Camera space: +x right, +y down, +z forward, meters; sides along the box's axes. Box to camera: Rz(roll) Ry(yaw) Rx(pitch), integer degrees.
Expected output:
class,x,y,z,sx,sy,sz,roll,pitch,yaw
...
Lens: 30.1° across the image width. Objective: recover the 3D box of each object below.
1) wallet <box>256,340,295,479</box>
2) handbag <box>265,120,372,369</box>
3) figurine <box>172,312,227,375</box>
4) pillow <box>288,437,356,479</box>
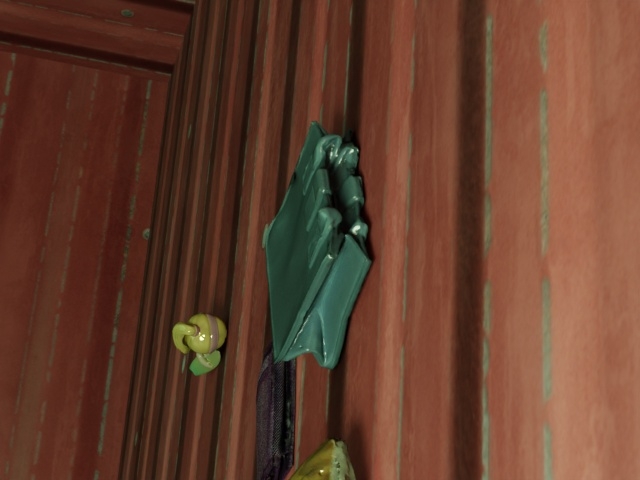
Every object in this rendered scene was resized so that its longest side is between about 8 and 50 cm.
class,x,y,z,sx,sy,sz,roll,pitch,yaw
wallet,-0.056,0.202,1.349,0.111,0.030,0.165,118,157,-52
handbag,0.000,0.000,1.203,0.229,0.062,0.179,-97,24,-52
figurine,-0.189,0.161,1.860,0.187,0.083,0.083,109,167,-72
pillow,-0.038,0.361,0.951,0.312,0.119,0.310,-84,14,-54
